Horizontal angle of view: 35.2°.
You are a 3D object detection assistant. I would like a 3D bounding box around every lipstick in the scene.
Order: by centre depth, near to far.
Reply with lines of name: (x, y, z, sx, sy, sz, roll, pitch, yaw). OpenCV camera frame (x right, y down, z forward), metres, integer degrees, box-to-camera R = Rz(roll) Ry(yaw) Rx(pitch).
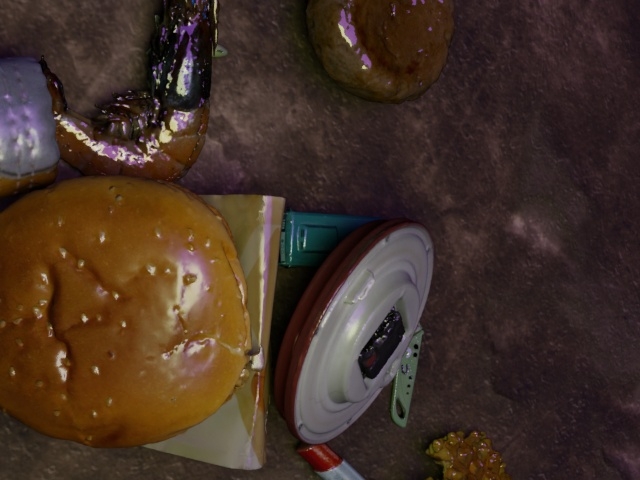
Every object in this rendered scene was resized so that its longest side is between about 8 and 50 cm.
lipstick: (0.064, 0.359, 1.394, 0.274, 0.061, 0.068, 48, 70, -23)

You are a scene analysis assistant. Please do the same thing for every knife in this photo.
knife: (0.133, 0.124, 1.464, 0.043, 0.019, 0.293, 11, 84, -33)

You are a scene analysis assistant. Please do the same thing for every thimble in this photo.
thimble: (-0.357, -0.121, 1.099, 0.117, 0.127, 0.152, -10, 87, -30)

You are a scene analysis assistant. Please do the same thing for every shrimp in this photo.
shrimp: (-0.228, -0.203, 1.202, 0.222, 0.054, 0.291, 11, 100, -25)

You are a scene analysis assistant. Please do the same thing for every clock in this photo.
clock: (0.058, 0.119, 1.290, 0.318, 0.080, 0.319, -42, 146, -38)

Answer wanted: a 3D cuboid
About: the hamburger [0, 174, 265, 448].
hamburger: (-0.218, 0.074, 1.078, 0.314, 0.170, 0.290, 0, 96, 7)

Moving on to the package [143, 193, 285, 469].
package: (-0.109, 0.101, 1.232, 0.165, 0.221, 0.312, 4, 88, -53)

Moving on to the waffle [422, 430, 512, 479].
waffle: (0.213, 0.391, 1.459, 0.231, 0.051, 0.229, 2, 74, -49)

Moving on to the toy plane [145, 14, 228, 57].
toy plane: (-0.164, -0.247, 1.271, 0.111, 0.040, 0.102, 9, 104, -30)

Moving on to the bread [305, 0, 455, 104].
bread: (0.077, -0.294, 1.373, 0.229, 0.123, 0.230, 1, 88, -37)

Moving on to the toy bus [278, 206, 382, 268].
toy bus: (0.000, 0.000, 1.340, 0.160, 0.091, 0.079, 3, 87, -32)
